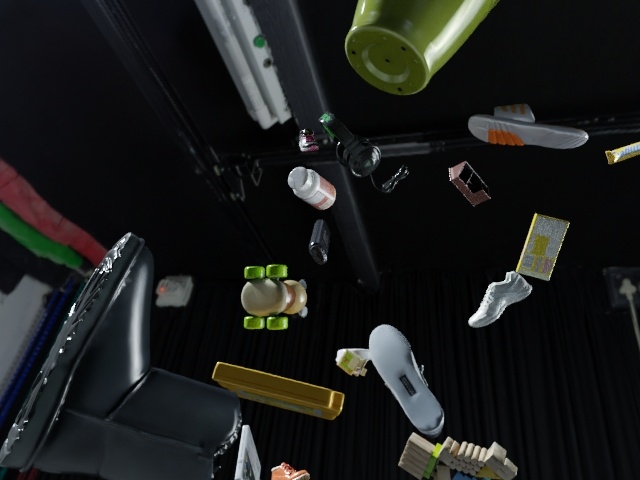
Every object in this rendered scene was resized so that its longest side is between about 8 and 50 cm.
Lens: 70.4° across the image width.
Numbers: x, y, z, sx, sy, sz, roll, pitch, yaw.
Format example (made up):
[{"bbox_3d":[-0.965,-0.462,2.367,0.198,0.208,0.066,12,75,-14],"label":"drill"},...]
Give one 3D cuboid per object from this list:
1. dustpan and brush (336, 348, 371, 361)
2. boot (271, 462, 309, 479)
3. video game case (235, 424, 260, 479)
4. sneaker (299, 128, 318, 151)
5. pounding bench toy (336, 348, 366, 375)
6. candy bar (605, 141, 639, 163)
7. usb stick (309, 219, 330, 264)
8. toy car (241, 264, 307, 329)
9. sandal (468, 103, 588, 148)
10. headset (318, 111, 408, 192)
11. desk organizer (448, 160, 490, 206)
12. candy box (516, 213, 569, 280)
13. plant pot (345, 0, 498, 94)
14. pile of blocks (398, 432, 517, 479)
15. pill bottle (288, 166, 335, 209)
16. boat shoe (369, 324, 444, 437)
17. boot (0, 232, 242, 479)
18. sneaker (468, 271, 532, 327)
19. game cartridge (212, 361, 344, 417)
[{"bbox_3d":[0.103,0.399,1.537,0.147,0.061,0.211,-7,-18,22],"label":"dustpan and brush"},{"bbox_3d":[-0.105,0.783,1.520,0.157,0.085,0.059,-30,-44,23],"label":"boot"},{"bbox_3d":[-0.207,0.667,1.305,0.022,0.173,0.191,-7,-63,2],"label":"video game case"},{"bbox_3d":[-0.048,-0.378,1.695,0.063,0.170,0.075,-7,-68,-10],"label":"sneaker"},{"bbox_3d":[0.101,0.353,1.272,0.083,0.052,0.065,32,-3,31],"label":"pounding bench toy"},{"bbox_3d":[0.846,-0.247,1.195,0.161,0.040,0.018,-20,-28,33],"label":"candy bar"},{"bbox_3d":[0.000,0.000,1.459,0.045,0.278,0.077,-21,-74,10],"label":"usb stick"},{"bbox_3d":[-0.097,0.149,1.189,0.148,0.155,0.188,-6,-9,35],"label":"toy car"},{"bbox_3d":[0.486,-0.275,1.072,0.264,0.076,0.102,11,-14,10],"label":"sandal"},{"bbox_3d":[0.159,-0.338,1.701,0.185,0.243,0.394,-41,-67,6],"label":"headset"},{"bbox_3d":[0.405,-0.153,1.230,0.050,0.047,0.130,-27,-48,34],"label":"desk organizer"},{"bbox_3d":[0.735,0.022,1.508,0.105,0.027,0.206,15,-77,7],"label":"candy box"},{"bbox_3d":[0.243,-0.593,1.183,0.366,0.353,0.366,28,-13,7],"label":"plant pot"},{"bbox_3d":[0.441,0.712,1.462,0.361,0.149,0.112,-2,3,28],"label":"pile of blocks"},{"bbox_3d":[-0.035,-0.213,1.831,0.121,0.121,0.216,-9,-20,27],"label":"pill bottle"},{"bbox_3d":[0.227,0.367,1.198,0.113,0.306,0.105,-31,-38,-6],"label":"boat shoe"},{"bbox_3d":[-0.176,0.143,0.491,0.207,0.247,0.094,30,-20,-30],"label":"boot"},{"bbox_3d":[0.373,0.126,0.973,0.152,0.054,0.061,-41,-86,4],"label":"sneaker"},{"bbox_3d":[-0.092,0.371,1.091,0.284,0.053,0.324,12,-22,5],"label":"game cartridge"}]
